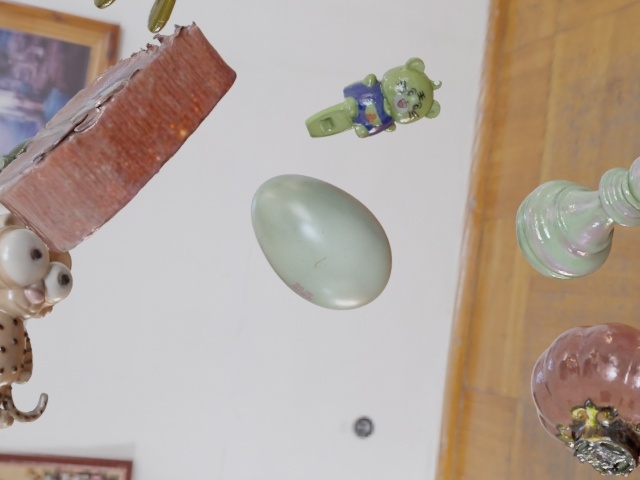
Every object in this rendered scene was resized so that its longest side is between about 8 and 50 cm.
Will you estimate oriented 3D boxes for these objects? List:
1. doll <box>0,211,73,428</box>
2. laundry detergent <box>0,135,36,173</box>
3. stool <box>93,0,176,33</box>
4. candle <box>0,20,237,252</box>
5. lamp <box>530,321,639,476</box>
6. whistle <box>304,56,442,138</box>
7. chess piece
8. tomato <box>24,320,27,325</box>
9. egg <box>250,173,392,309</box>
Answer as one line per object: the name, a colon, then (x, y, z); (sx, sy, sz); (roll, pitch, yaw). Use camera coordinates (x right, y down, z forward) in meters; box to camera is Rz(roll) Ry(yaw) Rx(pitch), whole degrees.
doll: (-0.409, 0.106, 1.225); (0.119, 0.154, 0.278); (-9, 68, 30)
laundry detergent: (-0.459, -0.111, 1.527); (0.211, 0.063, 0.137); (30, -109, -67)
stool: (-0.235, -0.361, 1.249); (0.110, 0.134, 0.135); (-42, -2, 38)
candle: (-0.219, -0.131, 1.089); (0.287, 0.131, 0.317); (-36, 22, 16)
lamp: (0.519, 0.290, 1.644); (0.239, 0.305, 0.305); (-59, 3, -39)
whistle: (0.083, -0.213, 1.478); (0.085, 0.227, 0.105); (-83, -28, -61)
chess piece: (0.377, -0.048, 1.187); (0.272, 0.139, 0.139); (142, 134, -59)
tomato: (-0.590, 0.106, 1.456); (0.341, 0.273, 0.341); (-47, 10, 11)
egg: (0.000, 0.000, 1.520); (0.183, 0.264, 0.183); (-47, 6, 6)
